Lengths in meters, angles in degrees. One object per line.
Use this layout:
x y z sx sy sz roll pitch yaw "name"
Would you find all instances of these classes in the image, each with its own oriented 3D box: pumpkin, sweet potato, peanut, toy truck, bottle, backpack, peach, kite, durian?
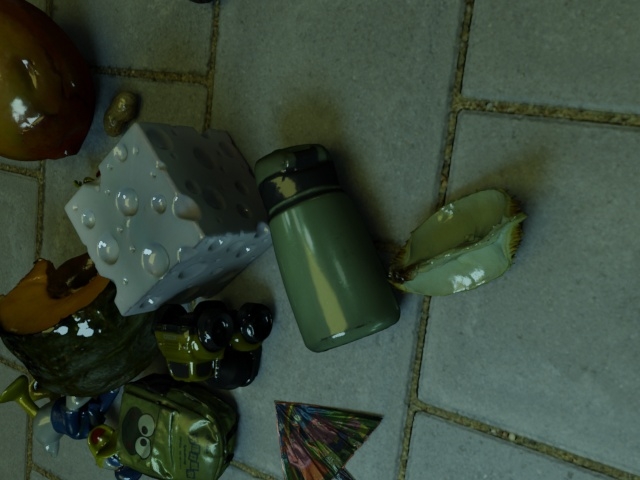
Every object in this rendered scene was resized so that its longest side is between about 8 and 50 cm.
-0.453 0.156 1.288 0.303 0.256 0.225 -16 131 21 "pumpkin"
-0.543 0.106 1.455 0.359 0.112 0.112 -40 75 30 "sweet potato"
-0.418 -0.263 1.375 0.054 0.054 0.113 51 120 17 "peanut"
-0.193 0.195 1.187 0.147 0.224 0.166 1 89 30 "toy truck"
-0.001 0.000 1.087 0.168 0.168 0.347 -26 79 30 "bottle"
-0.281 0.378 1.312 0.253 0.140 0.207 11 100 23 "backpack"
-0.635 -0.323 1.360 0.372 0.289 0.373 5 101 28 "peach"
-0.017 0.387 1.219 0.234 0.016 0.321 44 115 20 "kite"
0.205 0.003 0.974 0.252 0.139 0.145 -19 81 35 "durian"

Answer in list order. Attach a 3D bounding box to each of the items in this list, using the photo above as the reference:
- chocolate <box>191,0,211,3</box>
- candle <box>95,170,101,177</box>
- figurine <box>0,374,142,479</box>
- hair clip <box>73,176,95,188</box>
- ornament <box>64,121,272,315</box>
-0.272 -0.536 1.224 0.248 0.110 0.110 46 115 19 "chocolate"
-0.373 -0.037 1.364 0.301 0.059 0.084 45 137 21 "candle"
-0.496 0.384 1.453 0.338 0.204 0.283 45 109 6 "figurine"
-0.491 -0.051 1.424 0.072 0.046 0.173 25 130 43 "hair clip"
-0.258 -0.040 1.189 0.239 0.239 0.240 -41 74 28 "ornament"
